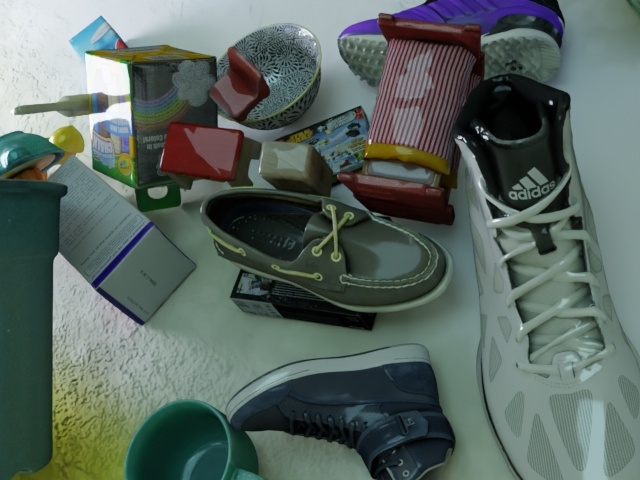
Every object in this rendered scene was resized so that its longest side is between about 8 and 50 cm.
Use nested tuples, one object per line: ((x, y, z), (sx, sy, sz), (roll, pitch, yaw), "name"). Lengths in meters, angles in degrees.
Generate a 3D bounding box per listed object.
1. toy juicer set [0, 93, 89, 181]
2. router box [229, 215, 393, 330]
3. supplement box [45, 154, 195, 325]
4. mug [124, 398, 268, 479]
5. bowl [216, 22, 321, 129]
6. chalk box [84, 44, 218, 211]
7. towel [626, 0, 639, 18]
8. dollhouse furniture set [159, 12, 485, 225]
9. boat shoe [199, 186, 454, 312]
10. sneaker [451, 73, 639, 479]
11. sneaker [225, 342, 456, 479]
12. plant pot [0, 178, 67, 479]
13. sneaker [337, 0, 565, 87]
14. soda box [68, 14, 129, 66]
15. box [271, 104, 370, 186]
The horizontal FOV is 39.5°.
((-0.397, -0.112, 1.257), (0.329, 0.209, 0.089), (-29, 91, 42), "toy juicer set")
((-0.006, 0.031, 1.077), (0.179, 0.046, 0.133), (6, 63, 28), "router box")
((-0.288, -0.004, 1.194), (0.220, 0.111, 0.114), (35, 79, 36), "supplement box")
((-0.126, 0.258, 0.962), (0.129, 0.097, 0.158), (-39, 53, -2), "mug")
((-0.063, -0.210, 1.232), (0.170, 0.080, 0.170), (-12, 57, 19), "bowl")
((-0.226, -0.147, 1.205), (0.132, 0.213, 0.132), (-13, 25, -38), "chalk box")
((0.549, -0.307, 1.025), (0.325, 0.038, 0.248), (-29, 53, 7), "towel")
((-0.006, -0.150, 1.053), (0.374, 0.152, 0.201), (9, 81, 16), "dollhouse furniture set")
((-0.002, 0.004, 1.001), (0.305, 0.091, 0.109), (11, 70, 30), "boat shoe")
((0.195, 0.031, 0.846), (0.169, 0.257, 0.447), (-16, 55, 16), "sneaker")
((0.024, 0.203, 0.904), (0.226, 0.086, 0.163), (-12, 55, -5), "sneaker")
((-0.454, 0.111, 1.034), (0.341, 0.341, 0.334), (-6, 90, 23), "plant pot")
((0.172, -0.273, 1.155), (0.293, 0.102, 0.146), (5, 59, 23), "sneaker")
((-0.317, -0.265, 1.397), (0.071, 0.067, 0.210), (-39, 53, 0), "soda box")
((0.004, -0.113, 1.173), (0.137, 0.027, 0.094), (-20, 55, 13), "box")
